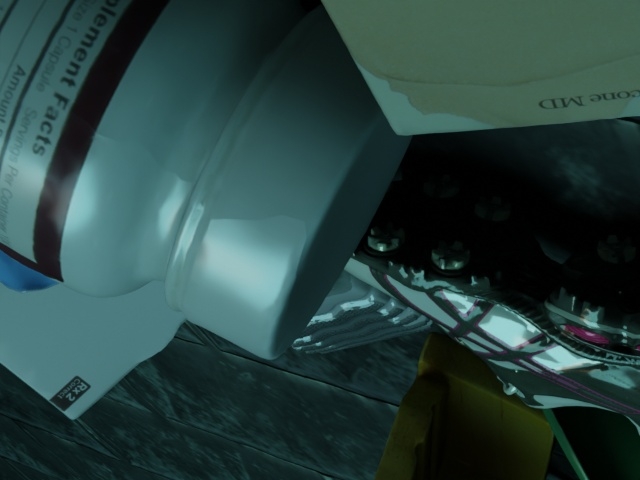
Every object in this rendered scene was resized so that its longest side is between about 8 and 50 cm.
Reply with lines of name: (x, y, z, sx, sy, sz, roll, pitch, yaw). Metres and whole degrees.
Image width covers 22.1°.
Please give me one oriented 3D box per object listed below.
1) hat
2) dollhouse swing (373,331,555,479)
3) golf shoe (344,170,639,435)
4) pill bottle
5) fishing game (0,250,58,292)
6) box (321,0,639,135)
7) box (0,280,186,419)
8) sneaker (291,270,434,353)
hat: (0.262, 0.102, 1.073, 0.208, 0.183, 0.173, 60, -161, 7)
dollhouse swing: (0.170, 0.316, 1.255, 0.305, 0.347, 0.315, 17, 156, 10)
golf shoe: (0.108, 0.043, 1.003, 0.273, 0.105, 0.120, 21, 130, 27)
pill bottle: (-0.151, -0.108, 0.907, 0.392, 0.224, 0.224, 28, 159, 7)
fishing game: (-0.197, -0.060, 1.082, 0.189, 0.264, 0.041, 50, -162, 6)
box: (0.053, -0.161, 0.542, 0.148, 0.121, 0.311, -5, 155, 18)
box: (-0.184, -0.002, 1.202, 0.182, 0.181, 0.119, 44, -171, -28)
sneaker: (0.000, 0.000, 1.137, 0.105, 0.115, 0.281, -15, 155, 21)
